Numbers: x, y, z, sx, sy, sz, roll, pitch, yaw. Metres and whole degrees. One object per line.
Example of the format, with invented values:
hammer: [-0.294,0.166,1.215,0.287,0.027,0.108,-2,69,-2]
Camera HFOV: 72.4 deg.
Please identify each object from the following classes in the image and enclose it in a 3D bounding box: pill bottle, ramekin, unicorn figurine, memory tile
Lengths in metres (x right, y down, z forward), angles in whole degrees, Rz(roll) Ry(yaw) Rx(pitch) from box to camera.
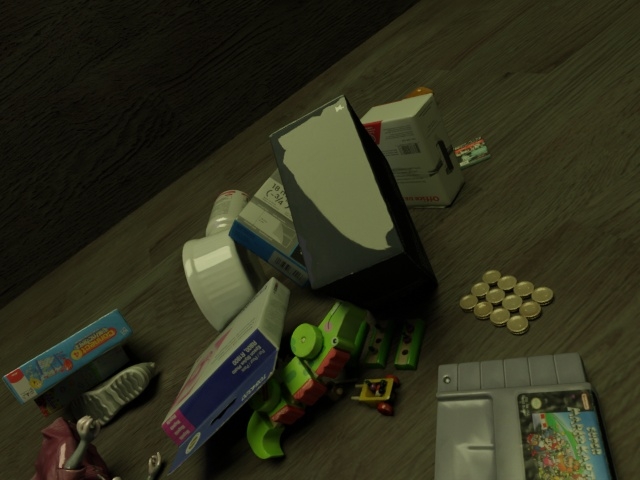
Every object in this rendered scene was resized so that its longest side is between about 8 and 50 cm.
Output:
pill bottle: [-0.323,-0.049,1.575,0.160,0.160,0.283,-26,31,14]
ramekin: [-0.241,0.101,1.187,0.135,0.277,0.277,-24,31,4]
unicorn figurine: [-0.107,0.312,0.958,0.111,0.060,0.162,5,49,48]
memory tile: [0.351,0.115,0.836,0.113,0.012,0.148,-44,32,-14]

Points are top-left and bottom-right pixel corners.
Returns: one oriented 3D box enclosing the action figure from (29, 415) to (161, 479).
action figure: [-0.489,0.507,0.876,0.370,0.248,0.276,0,46,48]

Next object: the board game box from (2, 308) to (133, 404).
board game box: [-0.726,0.336,1.282,0.308,0.086,0.302,-35,4,-32]

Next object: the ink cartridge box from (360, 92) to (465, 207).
ink cartridge box: [0.240,-0.227,1.169,0.196,0.273,0.114,5,44,47]

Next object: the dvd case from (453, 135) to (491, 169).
dvd case: [0.437,-0.255,1.268,0.087,0.013,0.120,-22,32,21]

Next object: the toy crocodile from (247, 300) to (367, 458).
toy crocodile: [-0.027,0.262,0.839,0.341,0.115,0.105,-51,45,2]

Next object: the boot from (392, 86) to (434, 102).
boot: [0.333,-0.481,1.596,0.211,0.104,0.295,-37,26,-3]

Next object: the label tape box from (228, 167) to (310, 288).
label tape box: [-0.044,-0.080,1.152,0.334,0.240,0.106,-57,3,-32]

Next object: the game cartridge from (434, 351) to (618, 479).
game cartridge: [0.267,0.319,0.590,0.230,0.068,0.355,-20,33,31]

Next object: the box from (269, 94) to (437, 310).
box: [0.076,-0.058,0.919,0.178,0.312,0.344,-24,66,16]

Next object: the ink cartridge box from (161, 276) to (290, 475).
ink cartridge box: [-0.202,0.268,0.940,0.324,0.071,0.330,-46,11,15]

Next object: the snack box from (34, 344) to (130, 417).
snack box: [-0.712,0.419,1.324,0.207,0.070,0.174,-32,2,1]

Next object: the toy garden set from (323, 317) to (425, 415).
toy garden set: [0.074,0.241,0.891,0.244,0.049,0.204,-10,38,35]

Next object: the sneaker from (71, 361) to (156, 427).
sneaker: [-0.576,0.436,1.239,0.281,0.105,0.115,-29,1,14]
